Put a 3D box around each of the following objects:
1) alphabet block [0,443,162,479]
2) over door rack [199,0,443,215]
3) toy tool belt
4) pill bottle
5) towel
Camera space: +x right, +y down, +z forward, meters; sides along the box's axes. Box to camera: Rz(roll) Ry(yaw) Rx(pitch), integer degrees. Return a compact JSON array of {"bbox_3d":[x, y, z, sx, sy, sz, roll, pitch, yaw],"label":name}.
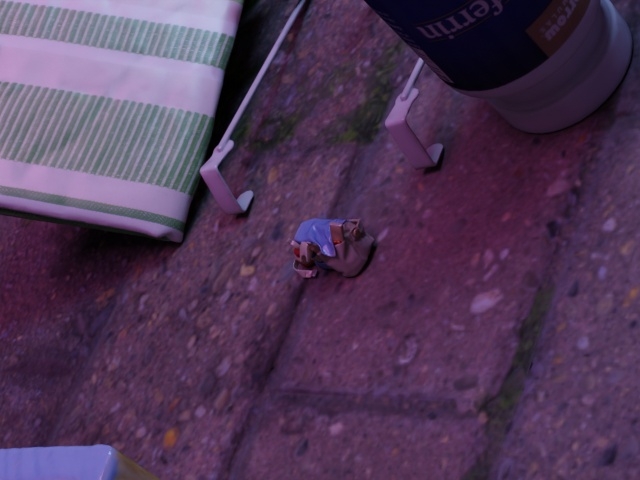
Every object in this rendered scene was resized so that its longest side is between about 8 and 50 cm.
[{"bbox_3d":[-0.176,0.275,1.213,0.193,0.197,0.192,-6,55,42],"label":"alphabet block"},{"bbox_3d":[0.018,-0.199,1.507,0.239,0.108,0.324,-12,51,39],"label":"over door rack"},{"bbox_3d":[0.000,0.000,1.397,0.083,0.051,0.052,-3,56,44],"label":"toy tool belt"},{"bbox_3d":[0.120,-0.204,1.282,0.153,0.264,0.153,-26,44,28],"label":"pill bottle"},{"bbox_3d":[-0.210,-0.169,1.610,0.247,0.038,0.325,10,74,8],"label":"towel"}]
